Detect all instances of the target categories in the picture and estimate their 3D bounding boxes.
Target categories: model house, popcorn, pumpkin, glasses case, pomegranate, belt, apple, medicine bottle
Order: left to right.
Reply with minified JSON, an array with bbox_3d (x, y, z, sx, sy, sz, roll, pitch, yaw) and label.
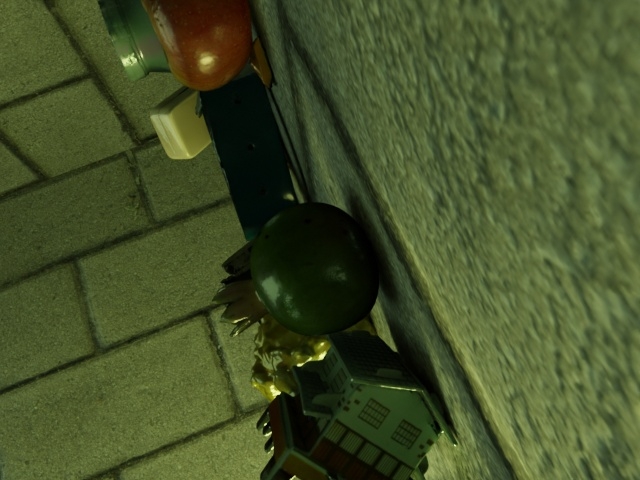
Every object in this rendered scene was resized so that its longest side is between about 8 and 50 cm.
[{"bbox_3d":[-0.360,-0.525,1.373,0.245,0.290,0.244,159,90,-85],"label":"medicine bottle"},{"bbox_3d":[-0.205,-0.385,0.978,0.234,0.173,0.210,77,167,-46],"label":"apple"},{"bbox_3d":[-0.296,-0.353,1.480,0.336,0.076,0.143,-54,-42,-42],"label":"glasses case"},{"bbox_3d":[-0.170,-0.222,1.322,0.300,0.173,0.436,-141,31,-76],"label":"belt"},{"bbox_3d":[-0.117,-0.335,1.068,0.073,0.035,0.101,-128,20,-64],"label":"pumpkin"},{"bbox_3d":[-0.035,0.052,0.752,0.187,0.225,0.187,60,-172,-14],"label":"pomegranate"},{"bbox_3d":[-0.011,0.215,1.052,0.225,0.249,0.249,-95,-13,-69],"label":"popcorn"},{"bbox_3d":[0.047,0.250,0.779,0.198,0.215,0.224,37,180,-9],"label":"model house"}]

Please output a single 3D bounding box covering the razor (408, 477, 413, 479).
[{"bbox_3d":[0.215,0.594,1.317,0.148,0.054,0.090,-150,39,-83],"label":"razor"}]

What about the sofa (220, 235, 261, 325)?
[{"bbox_3d":[-0.076,0.104,1.245,0.258,0.200,0.182,52,175,-10],"label":"sofa"}]
